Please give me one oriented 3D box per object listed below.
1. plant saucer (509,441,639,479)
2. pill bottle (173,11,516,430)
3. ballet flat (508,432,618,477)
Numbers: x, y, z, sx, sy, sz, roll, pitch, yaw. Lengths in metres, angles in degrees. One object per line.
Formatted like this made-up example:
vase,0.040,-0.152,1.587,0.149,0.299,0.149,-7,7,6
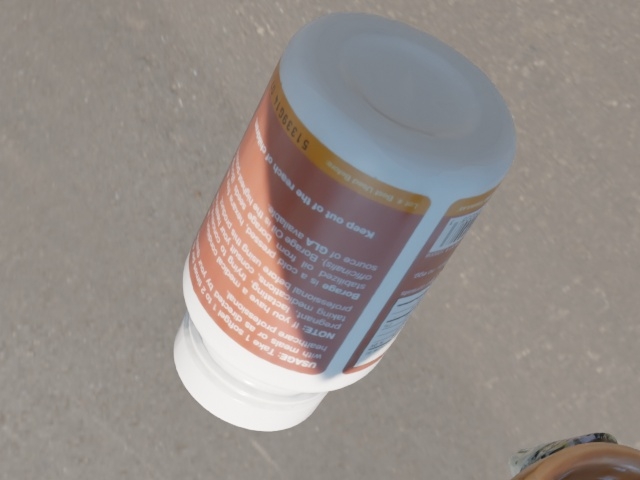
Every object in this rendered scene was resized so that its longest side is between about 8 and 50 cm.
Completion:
plant saucer,0.099,0.166,0.387,0.200,0.200,0.037,38,137,-27
pill bottle,0.000,0.000,0.630,0.121,0.121,0.216,14,132,-19
ballet flat,0.089,0.110,0.509,0.041,0.041,0.114,3,129,-14
